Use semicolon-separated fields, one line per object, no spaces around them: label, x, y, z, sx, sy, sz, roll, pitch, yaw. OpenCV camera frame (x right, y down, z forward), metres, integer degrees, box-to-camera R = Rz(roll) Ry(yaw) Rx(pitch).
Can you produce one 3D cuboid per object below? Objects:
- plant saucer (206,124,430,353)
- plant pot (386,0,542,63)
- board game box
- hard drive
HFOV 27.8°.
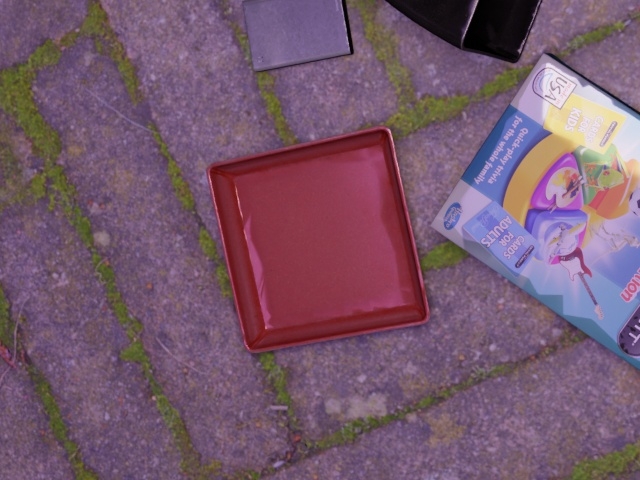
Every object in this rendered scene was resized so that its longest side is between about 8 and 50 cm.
plant saucer;0.000;0.000;1.688;0.259;0.048;0.259;-11;93;17
plant pot;0.165;-0.332;1.536;0.167;0.187;0.188;25;104;26
board game box;0.342;-0.030;1.562;0.336;0.079;0.254;35;105;11
hard drive;-0.029;-0.277;1.676;0.135;0.022;0.094;-8;94;18
